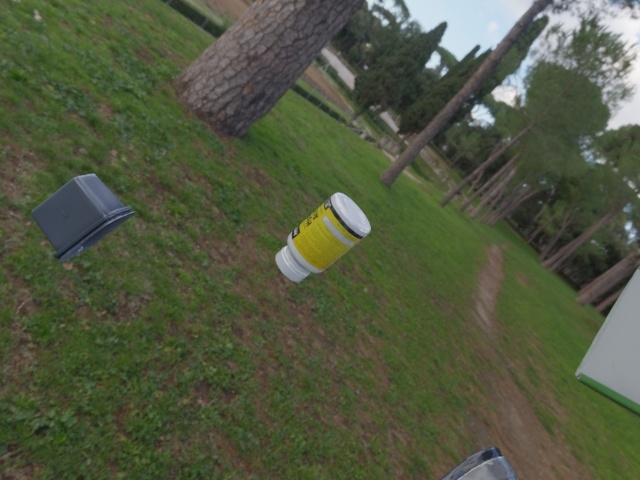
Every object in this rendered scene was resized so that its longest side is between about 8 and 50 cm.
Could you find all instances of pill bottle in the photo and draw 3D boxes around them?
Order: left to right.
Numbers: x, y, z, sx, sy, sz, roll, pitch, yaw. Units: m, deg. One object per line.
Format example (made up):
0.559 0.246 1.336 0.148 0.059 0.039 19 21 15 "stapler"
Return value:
0.000 0.000 0.565 0.065 0.116 0.065 41 22 -20 "pill bottle"

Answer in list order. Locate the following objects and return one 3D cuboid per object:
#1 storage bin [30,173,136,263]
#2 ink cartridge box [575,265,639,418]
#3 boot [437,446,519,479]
-0.386 -0.043 0.737 0.091 0.135 0.098 56 13 -9 "storage bin"
0.287 0.110 0.232 0.219 0.092 0.160 28 1 -9 "ink cartridge box"
0.192 0.231 0.308 0.222 0.338 0.118 49 -30 45 "boot"
